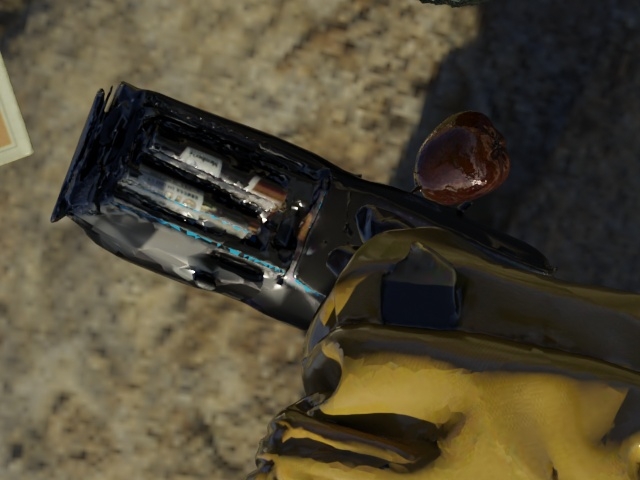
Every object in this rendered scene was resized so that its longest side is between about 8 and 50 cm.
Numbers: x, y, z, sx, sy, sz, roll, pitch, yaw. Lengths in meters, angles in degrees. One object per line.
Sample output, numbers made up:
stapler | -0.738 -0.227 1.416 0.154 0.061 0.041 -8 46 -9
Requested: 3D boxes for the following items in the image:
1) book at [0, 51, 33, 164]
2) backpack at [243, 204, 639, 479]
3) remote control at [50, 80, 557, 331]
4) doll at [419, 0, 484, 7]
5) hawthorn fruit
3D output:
book | -0.278 -0.131 1.035 0.018 0.170 0.242 -135 26 -65
backpack | 0.145 0.136 0.954 0.353 0.378 0.201 17 68 24
remote control | 0.000 0.000 1.399 0.145 0.398 0.062 -69 20 0
doll | 0.166 -0.364 1.784 0.247 0.349 0.247 9 110 26
hawthorn fruit | 0.119 -0.070 1.637 0.093 0.081 0.081 -22 59 24
